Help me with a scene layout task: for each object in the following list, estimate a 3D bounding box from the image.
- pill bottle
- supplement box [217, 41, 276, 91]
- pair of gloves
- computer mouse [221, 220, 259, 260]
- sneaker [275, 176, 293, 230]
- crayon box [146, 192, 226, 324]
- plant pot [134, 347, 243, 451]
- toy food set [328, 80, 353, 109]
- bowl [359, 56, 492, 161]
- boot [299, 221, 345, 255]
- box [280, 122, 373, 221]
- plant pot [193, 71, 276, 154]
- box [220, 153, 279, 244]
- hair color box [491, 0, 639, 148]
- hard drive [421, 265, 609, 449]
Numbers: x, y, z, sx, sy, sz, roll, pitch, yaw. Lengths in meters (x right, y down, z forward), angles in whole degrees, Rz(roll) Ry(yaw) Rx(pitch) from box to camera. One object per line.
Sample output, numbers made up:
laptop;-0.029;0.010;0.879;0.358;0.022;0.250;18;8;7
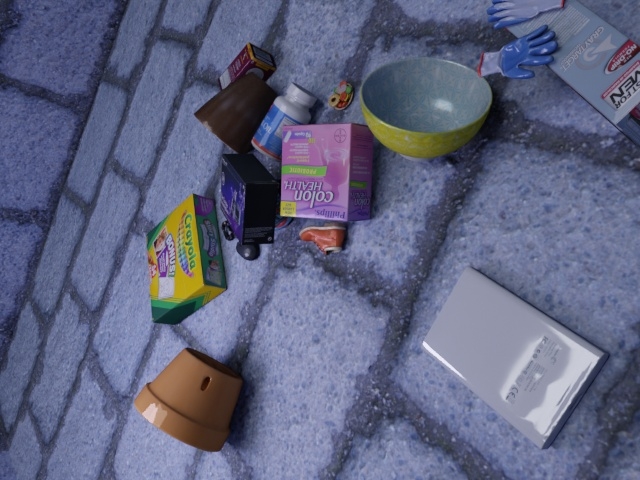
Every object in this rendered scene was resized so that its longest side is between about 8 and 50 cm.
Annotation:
pill bottle;-0.105;-0.359;1.717;0.221;0.124;0.124;-56;46;18
supplement box;-0.254;-0.571;1.947;0.188;0.104;0.080;-39;54;33
pair of gloves;0.366;-0.389;1.038;0.159;0.023;0.198;6;86;49
computer mouse;-0.273;-0.005;1.849;0.242;0.041;0.071;37;106;46
sneaker;-0.118;-0.132;1.662;0.262;0.125;0.104;-45;50;28
crayon box;-0.483;0.069;1.996;0.313;0.106;0.362;-35;55;34
plant pot;-0.362;0.449;1.660;0.291;0.291;0.203;20;77;47
toy food set;0.062;-0.418;1.635;0.083;0.020;0.082;36;105;46
bowl;0.232;-0.274;1.293;0.156;0.290;0.289;86;159;-48
boot;0.000;0.000;1.554;0.158;0.059;0.084;-6;79;44
box;0.015;-0.177;1.474;0.214;0.117;0.242;7;99;34
plant pot;-0.257;-0.429;1.858;0.230;0.215;0.215;-48;47;6
box;-0.210;-0.125;1.626;0.261;0.103;0.184;-131;45;-56
hair color box;0.492;-0.334;1.042;0.113;0.185;0.374;-49;48;26
hard drive;0.365;0.218;1.120;0.319;0.040;0.210;39;106;45
